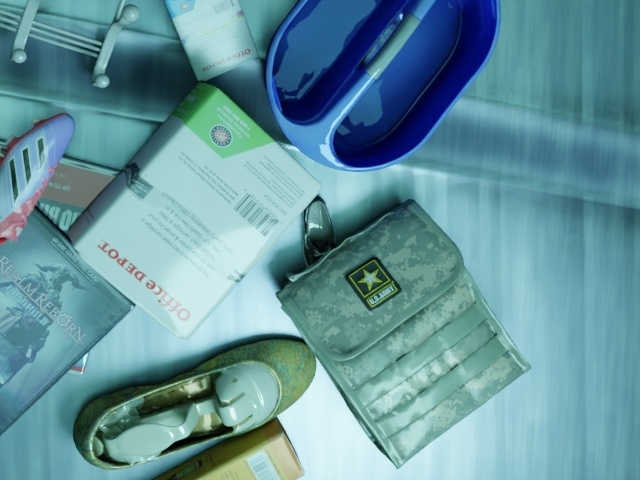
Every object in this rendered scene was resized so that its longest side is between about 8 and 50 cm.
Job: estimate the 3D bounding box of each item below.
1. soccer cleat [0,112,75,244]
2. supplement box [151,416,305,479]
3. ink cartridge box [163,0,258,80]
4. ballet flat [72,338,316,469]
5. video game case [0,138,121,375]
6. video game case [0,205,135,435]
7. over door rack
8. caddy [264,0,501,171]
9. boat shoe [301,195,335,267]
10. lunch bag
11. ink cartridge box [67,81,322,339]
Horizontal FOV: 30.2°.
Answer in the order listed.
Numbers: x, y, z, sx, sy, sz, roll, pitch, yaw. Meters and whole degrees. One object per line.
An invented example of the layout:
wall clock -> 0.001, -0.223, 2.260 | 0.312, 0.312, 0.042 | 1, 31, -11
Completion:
soccer cleat -> -0.388, -0.055, 1.501 | 0.248, 0.083, 0.095 | -44, 83, 1
supplement box -> -0.143, 0.338, 1.650 | 0.233, 0.078, 0.080 | -26, 106, -4
ink cartridge box -> -0.143, -0.281, 1.537 | 0.089, 0.052, 0.122 | -24, 121, -5
ballet flat -> -0.163, 0.230, 1.608 | 0.349, 0.123, 0.123 | -16, 102, -7
video game case -> -0.380, 0.023, 1.580 | 0.204, 0.025, 0.285 | 14, 97, -12
video game case -> -0.411, 0.113, 1.565 | 0.274, 0.026, 0.196 | -43, 104, 0
over door rack -> -0.324, -0.363, 1.441 | 0.240, 0.108, 0.324 | 16, 108, -21
caddy -> 0.075, -0.252, 1.534 | 0.241, 0.179, 0.341 | 37, 92, -15
boat shoe -> 0.000, 0.000, 1.636 | 0.046, 0.038, 0.125 | -6, 101, -10
lunch bag -> 0.104, 0.116, 1.610 | 0.235, 0.169, 0.287 | -35, 100, -7
ink cartridge box -> -0.166, -0.040, 1.546 | 0.198, 0.115, 0.273 | 43, 88, -20
